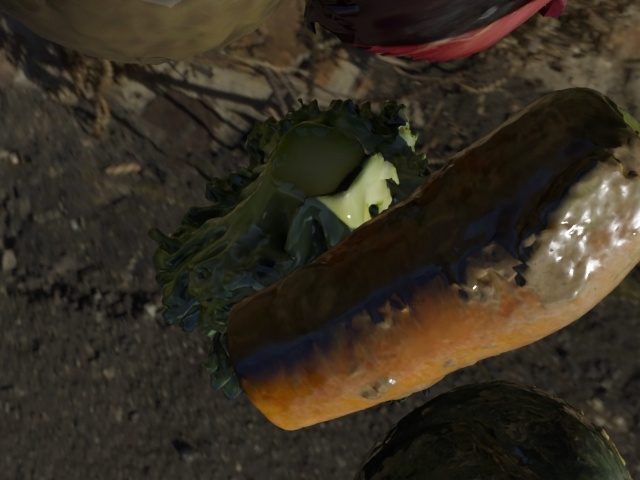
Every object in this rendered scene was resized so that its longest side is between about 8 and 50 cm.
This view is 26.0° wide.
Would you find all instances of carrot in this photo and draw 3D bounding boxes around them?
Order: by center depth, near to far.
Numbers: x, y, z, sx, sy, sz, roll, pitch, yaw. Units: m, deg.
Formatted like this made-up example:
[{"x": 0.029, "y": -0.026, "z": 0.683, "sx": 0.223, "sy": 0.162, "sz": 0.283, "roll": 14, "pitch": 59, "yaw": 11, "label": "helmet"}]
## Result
[{"x": 0.087, "y": 0.019, "z": 0.900, "sx": 0.301, "sy": 0.139, "sz": 0.139, "roll": -31, "pitch": 115, "yaw": 23, "label": "carrot"}]

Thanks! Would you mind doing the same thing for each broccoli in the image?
[{"x": 0.005, "y": 0.010, "z": 1.376, "sx": 0.324, "sy": 0.334, "sz": 0.272, "roll": -59, "pitch": 156, "yaw": 8, "label": "broccoli"}]

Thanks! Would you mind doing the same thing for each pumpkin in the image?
[{"x": 0.168, "y": 0.286, "z": 1.195, "sx": 0.257, "sy": 0.328, "sz": 0.291, "roll": -19, "pitch": 156, "yaw": 25, "label": "pumpkin"}]

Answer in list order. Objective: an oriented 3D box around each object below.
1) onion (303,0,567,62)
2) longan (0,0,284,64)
[{"x": 0.055, "y": -0.155, "z": 0.507, "sx": 0.184, "sy": 0.147, "sz": 0.184, "roll": -31, "pitch": 151, "yaw": -19, "label": "onion"}, {"x": -0.163, "y": -0.340, "z": 1.158, "sx": 0.391, "sy": 0.391, "sz": 0.391, "roll": -5, "pitch": 107, "yaw": -15, "label": "longan"}]
